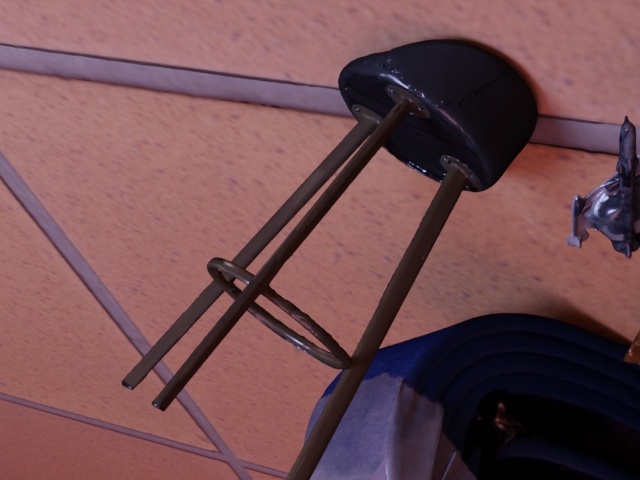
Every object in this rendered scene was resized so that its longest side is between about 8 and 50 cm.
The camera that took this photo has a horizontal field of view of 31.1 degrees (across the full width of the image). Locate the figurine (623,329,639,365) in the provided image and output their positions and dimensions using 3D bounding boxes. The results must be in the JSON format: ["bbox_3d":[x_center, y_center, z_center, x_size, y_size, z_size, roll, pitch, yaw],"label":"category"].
[{"bbox_3d":[0.258,0.103,0.619,0.197,0.093,0.147,19,158,10],"label":"figurine"}]

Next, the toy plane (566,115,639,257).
[{"bbox_3d":[0.173,-0.041,0.438,0.160,0.082,0.234,-10,148,5],"label":"toy plane"}]

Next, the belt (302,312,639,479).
[{"bbox_3d":[0.157,0.179,0.707,0.347,0.212,0.117,28,155,-20],"label":"belt"}]

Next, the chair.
[{"bbox_3d":[0.001,0.000,0.538,0.095,0.221,0.104,30,167,45],"label":"chair"}]
